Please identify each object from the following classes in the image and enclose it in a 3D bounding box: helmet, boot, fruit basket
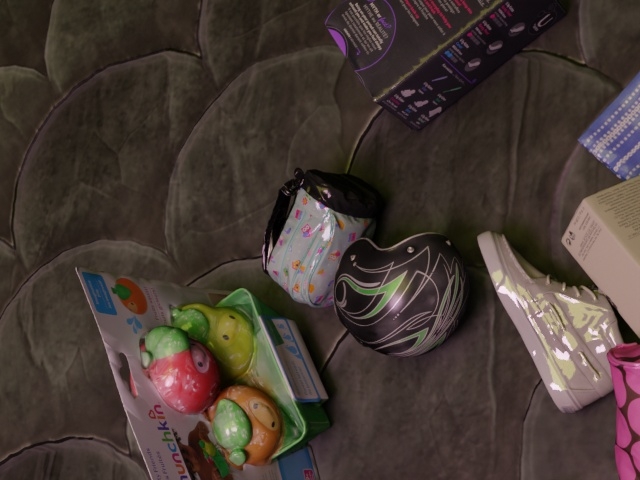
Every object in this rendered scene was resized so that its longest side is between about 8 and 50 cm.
[{"bbox_3d":[0.114,0.070,1.594,0.161,0.169,0.169,9,82,46],"label":"helmet"},{"bbox_3d":[0.305,0.081,1.537,0.123,0.095,0.258,-30,74,13],"label":"boot"},{"bbox_3d":[-0.141,0.183,1.594,0.165,0.353,0.327,-33,64,19],"label":"fruit basket"}]

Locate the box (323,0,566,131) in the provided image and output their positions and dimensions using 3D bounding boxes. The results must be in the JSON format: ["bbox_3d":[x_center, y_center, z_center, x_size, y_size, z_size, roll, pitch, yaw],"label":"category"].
[{"bbox_3d":[0.169,-0.306,1.660,0.270,0.143,0.165,-37,63,16],"label":"box"}]

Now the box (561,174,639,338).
[{"bbox_3d":[0.419,0.057,1.444,0.113,0.094,0.275,-20,60,-24],"label":"box"}]

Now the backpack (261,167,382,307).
[{"bbox_3d":[0.000,0.000,1.684,0.115,0.152,0.182,40,110,39],"label":"backpack"}]

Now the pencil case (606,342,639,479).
[{"bbox_3d":[0.378,0.217,1.409,0.095,0.098,0.209,-9,108,-8],"label":"pencil case"}]

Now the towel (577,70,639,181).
[{"bbox_3d":[0.512,-0.114,1.491,0.243,0.040,0.336,-49,61,9],"label":"towel"}]
